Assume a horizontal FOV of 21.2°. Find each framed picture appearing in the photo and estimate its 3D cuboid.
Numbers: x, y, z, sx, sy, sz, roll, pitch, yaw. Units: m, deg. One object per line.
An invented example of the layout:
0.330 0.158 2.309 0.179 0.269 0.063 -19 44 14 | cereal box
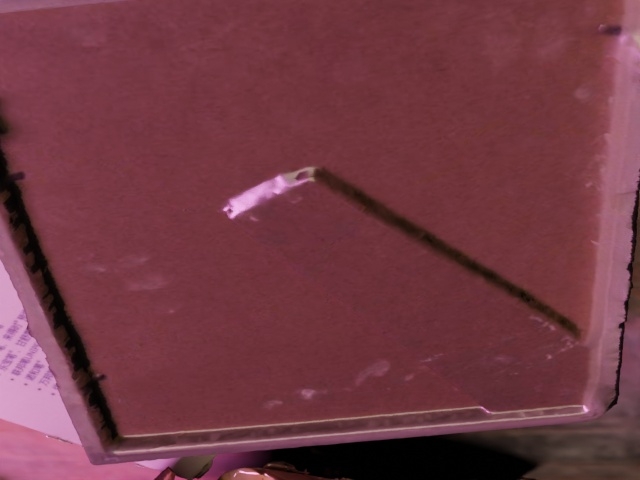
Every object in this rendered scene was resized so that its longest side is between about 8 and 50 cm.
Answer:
0.000 0.000 0.541 0.209 0.019 0.281 -5 148 1 | framed picture

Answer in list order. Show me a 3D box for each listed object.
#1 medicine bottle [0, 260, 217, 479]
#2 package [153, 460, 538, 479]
-0.073 0.009 0.627 0.171 0.052 0.201 21 140 -21 | medicine bottle
-0.050 0.233 0.774 0.165 0.221 0.311 22 139 -12 | package
